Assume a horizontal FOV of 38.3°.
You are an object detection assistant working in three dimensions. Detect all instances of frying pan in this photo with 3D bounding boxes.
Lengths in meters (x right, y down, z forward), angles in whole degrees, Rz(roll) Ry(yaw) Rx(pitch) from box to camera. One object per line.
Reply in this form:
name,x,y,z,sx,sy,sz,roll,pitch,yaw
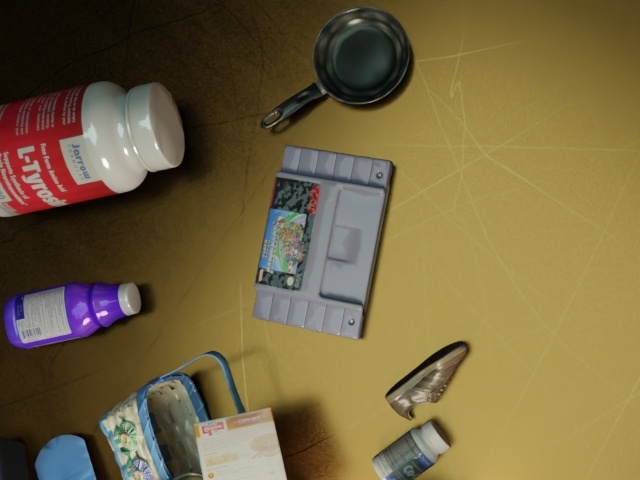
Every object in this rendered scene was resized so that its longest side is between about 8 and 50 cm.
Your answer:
frying pan,0.047,-0.312,1.836,0.197,0.053,0.326,34,95,15

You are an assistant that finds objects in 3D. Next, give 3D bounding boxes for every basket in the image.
basket,-0.259,0.373,1.769,0.288,0.201,0.255,-25,86,19

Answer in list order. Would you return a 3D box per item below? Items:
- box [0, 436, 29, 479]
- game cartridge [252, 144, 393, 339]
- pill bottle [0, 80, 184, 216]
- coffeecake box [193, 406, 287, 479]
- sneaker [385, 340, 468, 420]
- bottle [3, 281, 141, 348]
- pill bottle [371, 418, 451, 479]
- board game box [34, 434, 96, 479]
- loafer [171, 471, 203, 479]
box,-0.734,0.543,1.904,0.261,0.103,0.184,-26,64,10
game cartridge,0.000,0.000,1.816,0.230,0.068,0.355,10,87,11
pill bottle,-0.496,-0.193,1.870,0.407,0.229,0.229,-11,82,13
coffeecake box,-0.137,0.405,1.627,0.142,0.068,0.186,-11,61,-8
sneaker,0.214,0.265,1.742,0.188,0.066,0.071,-38,94,13
bottle,-0.514,0.146,1.913,0.282,0.092,0.118,-13,82,13
pill bottle,0.171,0.400,1.723,0.137,0.078,0.078,-39,77,8
board game box,-0.519,0.490,1.915,0.133,0.033,0.169,-26,74,16
loafer,-0.266,0.534,1.666,0.094,0.087,0.251,23,103,-18
